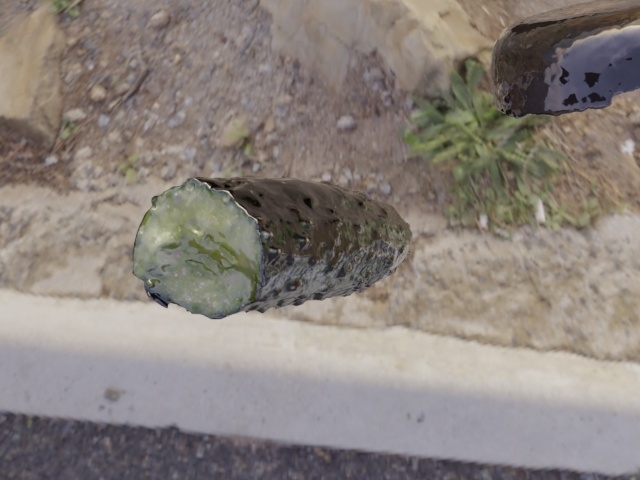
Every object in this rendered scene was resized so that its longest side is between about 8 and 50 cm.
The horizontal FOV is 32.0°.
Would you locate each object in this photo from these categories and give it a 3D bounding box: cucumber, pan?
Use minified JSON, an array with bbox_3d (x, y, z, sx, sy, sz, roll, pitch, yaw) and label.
[{"bbox_3d":[0.000,0.000,0.673,0.081,0.303,0.072,-23,82,23],"label":"cucumber"},{"bbox_3d":[0.123,-0.077,0.439,0.115,0.212,0.040,-11,95,10],"label":"pan"}]
